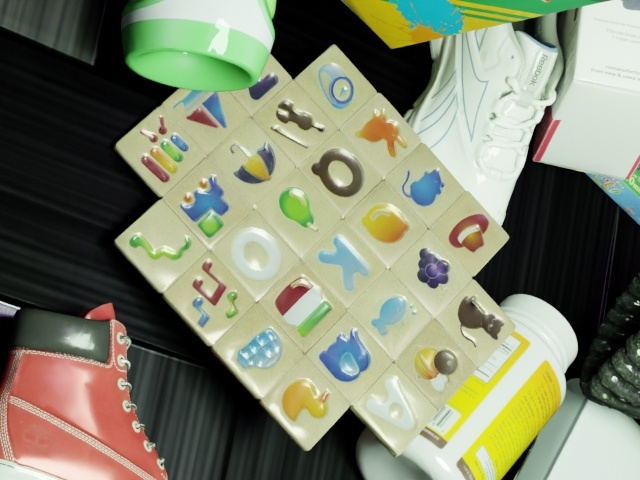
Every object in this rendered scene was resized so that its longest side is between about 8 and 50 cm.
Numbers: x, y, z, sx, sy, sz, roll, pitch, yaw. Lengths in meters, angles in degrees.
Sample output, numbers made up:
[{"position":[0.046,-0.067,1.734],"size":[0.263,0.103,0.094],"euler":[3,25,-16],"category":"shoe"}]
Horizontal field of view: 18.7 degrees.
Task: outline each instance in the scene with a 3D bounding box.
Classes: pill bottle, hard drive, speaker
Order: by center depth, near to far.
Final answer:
[{"position":[-0.084,-0.277,1.569],"size":[0.131,0.131,0.296],"euler":[16,75,-36],"category":"speaker"},{"position":[0.134,0.143,1.694],"size":[0.215,0.117,0.117],"euler":[-45,111,-33],"category":"pill bottle"},{"position":[0.304,0.330,1.850],"size":[0.353,0.047,0.233],"euler":[46,59,-24],"category":"hard drive"}]

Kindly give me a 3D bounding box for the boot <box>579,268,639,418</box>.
[{"position":[0.344,0.196,1.779],"size":[0.260,0.131,0.348],"euler":[24,90,-18],"category":"boot"}]

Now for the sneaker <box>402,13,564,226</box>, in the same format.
[{"position":[0.148,-0.123,1.730],"size":[0.111,0.129,0.297],"euler":[15,78,-35],"category":"sneaker"}]

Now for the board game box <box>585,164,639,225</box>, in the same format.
[{"position":[0.320,-0.142,1.928],"size":[0.160,0.039,0.211],"euler":[40,61,-27],"category":"board game box"}]

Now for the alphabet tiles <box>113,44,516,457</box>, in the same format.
[{"position":[0.000,0.000,1.611],"size":[0.342,0.011,0.285],"euler":[48,59,-4],"category":"alphabet tiles"}]

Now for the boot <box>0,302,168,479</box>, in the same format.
[{"position":[-0.143,0.148,1.498],"size":[0.244,0.088,0.176],"euler":[28,66,-29],"category":"boot"}]

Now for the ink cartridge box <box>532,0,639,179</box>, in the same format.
[{"position":[0.271,-0.202,1.786],"size":[0.100,0.172,0.237],"euler":[11,66,-2],"category":"ink cartridge box"}]

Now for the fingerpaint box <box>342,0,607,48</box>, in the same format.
[{"position":[0.216,-0.407,1.667],"size":[0.163,0.371,0.444],"euler":[41,62,-30],"category":"fingerpaint box"}]
